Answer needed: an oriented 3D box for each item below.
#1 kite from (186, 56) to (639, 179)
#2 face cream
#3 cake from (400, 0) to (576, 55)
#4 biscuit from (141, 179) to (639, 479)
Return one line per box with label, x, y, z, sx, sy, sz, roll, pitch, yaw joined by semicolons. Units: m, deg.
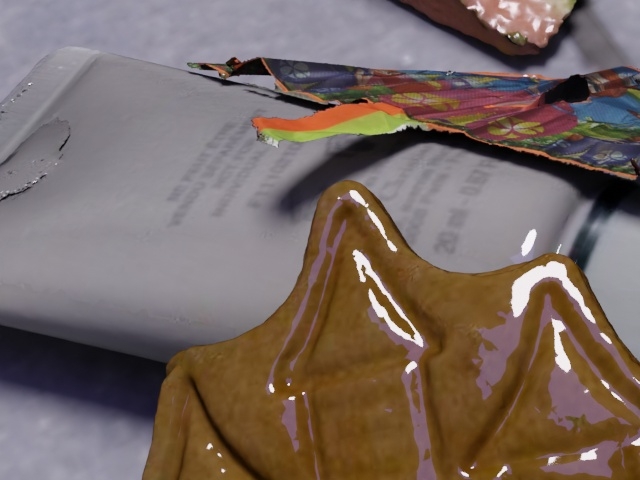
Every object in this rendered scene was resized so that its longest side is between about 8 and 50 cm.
kite;0.058;-0.044;0.605;0.183;0.014;0.241;-10;21;-38
face cream;0.000;0.000;0.614;0.314;0.089;0.143;15;49;25
cake;0.024;-0.161;0.743;0.225;0.090;0.109;40;68;11
biscuit;0.024;0.087;0.518;0.182;0.034;0.215;-16;77;17
